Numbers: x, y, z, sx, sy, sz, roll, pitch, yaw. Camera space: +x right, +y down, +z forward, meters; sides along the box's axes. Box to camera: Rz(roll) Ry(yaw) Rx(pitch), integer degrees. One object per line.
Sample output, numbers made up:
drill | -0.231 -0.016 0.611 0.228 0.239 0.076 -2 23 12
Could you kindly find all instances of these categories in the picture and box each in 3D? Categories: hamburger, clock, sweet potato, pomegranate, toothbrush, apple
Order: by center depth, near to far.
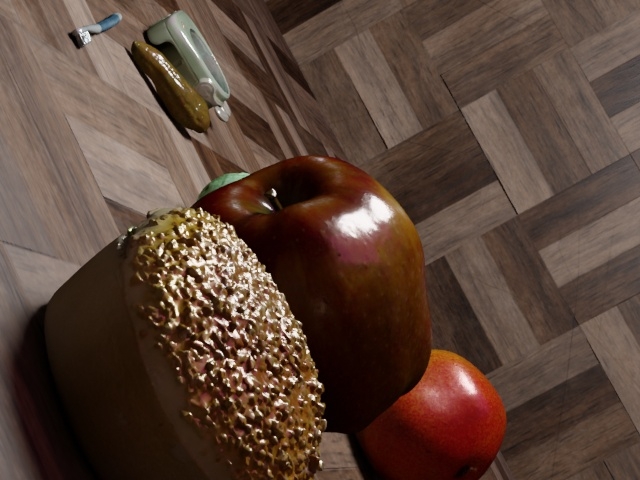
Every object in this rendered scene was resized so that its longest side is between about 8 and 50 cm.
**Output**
hamburger | -0.105 0.115 1.228 0.302 0.170 0.302 58 10 -16
apple | -0.020 0.059 1.589 0.288 0.288 0.316 -105 176 -59
toothbrush | -0.295 -0.284 1.922 0.275 0.019 0.025 -80 145 -77
sweet potato | -0.215 -0.219 2.085 0.182 0.053 0.054 53 50 -30
pomegranate | 0.154 0.257 2.134 0.256 0.221 0.221 64 9 31
clock | -0.202 -0.272 2.287 0.191 0.062 0.151 60 8 -10

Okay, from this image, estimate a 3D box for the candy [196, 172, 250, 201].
candy | -0.047 0.091 1.956 0.119 0.119 0.439 -105 171 -58
